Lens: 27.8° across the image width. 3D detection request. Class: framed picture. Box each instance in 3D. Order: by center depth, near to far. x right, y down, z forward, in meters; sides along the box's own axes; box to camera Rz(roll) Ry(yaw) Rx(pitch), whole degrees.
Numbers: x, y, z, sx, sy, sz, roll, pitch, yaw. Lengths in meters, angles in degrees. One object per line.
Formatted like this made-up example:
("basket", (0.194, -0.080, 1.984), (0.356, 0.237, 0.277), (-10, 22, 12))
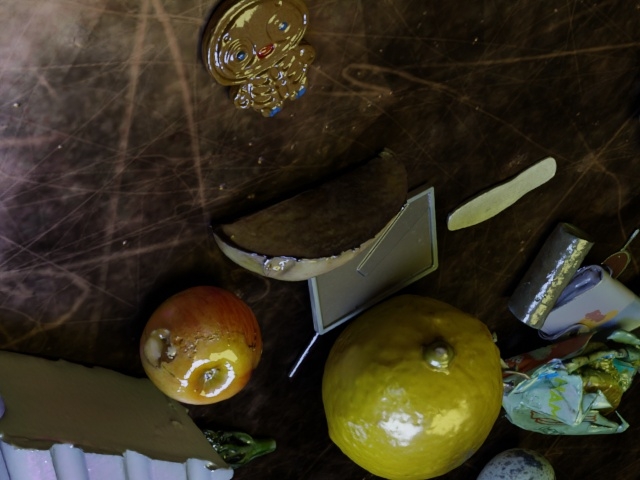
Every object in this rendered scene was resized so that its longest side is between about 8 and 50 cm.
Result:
("framed picture", (0.070, 0.024, 1.710), (0.203, 0.015, 0.150), (-29, 136, -21))

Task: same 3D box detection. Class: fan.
("fan", (0.497, 0.031, 2.166), (0.085, 0.005, 0.133), (-5, 133, -41))

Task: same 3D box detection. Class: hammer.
("hammer", (-0.007, 0.129, 1.774), (0.065, 0.021, 0.178), (3, 129, -45))

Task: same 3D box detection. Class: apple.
("apple", (-0.139, 0.128, 1.545), (0.146, 0.146, 0.146), (-26, 143, -21))

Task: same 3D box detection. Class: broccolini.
("broccolini", (-0.121, 0.299, 1.809), (0.202, 0.068, 0.091), (2, 108, -46))

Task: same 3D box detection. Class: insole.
("insole", (0.255, -0.063, 1.821), (0.192, 0.010, 0.063), (-29, 144, -17))

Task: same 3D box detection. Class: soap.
("soap", (-0.251, 0.210, 1.498), (0.258, 0.159, 0.302), (-23, 144, -19))

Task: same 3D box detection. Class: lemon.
("lemon", (0.124, 0.205, 1.779), (0.260, 0.260, 0.284), (-40, 176, -2))

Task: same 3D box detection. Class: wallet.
("wallet", (0.442, 0.114, 2.150), (0.170, 0.069, 0.231), (-33, 146, 19))

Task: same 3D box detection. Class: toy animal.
("toy animal", (0.252, 0.182, 2.002), (0.220, 0.069, 0.086), (23, 146, -29))

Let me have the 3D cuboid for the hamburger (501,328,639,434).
("hamburger", (0.426, 0.265, 2.171), (0.276, 0.150, 0.260), (-10, 151, -7))

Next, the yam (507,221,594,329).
("yam", (0.353, 0.051, 1.997), (0.068, 0.068, 0.169), (2, 123, -46))

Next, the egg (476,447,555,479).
("egg", (0.354, 0.458, 2.390), (0.172, 0.132, 0.132), (-39, 148, 19))

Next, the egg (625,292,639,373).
("egg", (0.629, 0.169, 2.297), (0.183, 0.183, 0.217), (-34, 156, -11))

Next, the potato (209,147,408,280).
("potato", (0.002, 0.000, 1.557), (0.261, 0.120, 0.100), (-23, 148, -24))

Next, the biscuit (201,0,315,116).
("biscuit", (-0.058, -0.196, 1.354), (0.124, 0.026, 0.175), (-37, 145, -6))
